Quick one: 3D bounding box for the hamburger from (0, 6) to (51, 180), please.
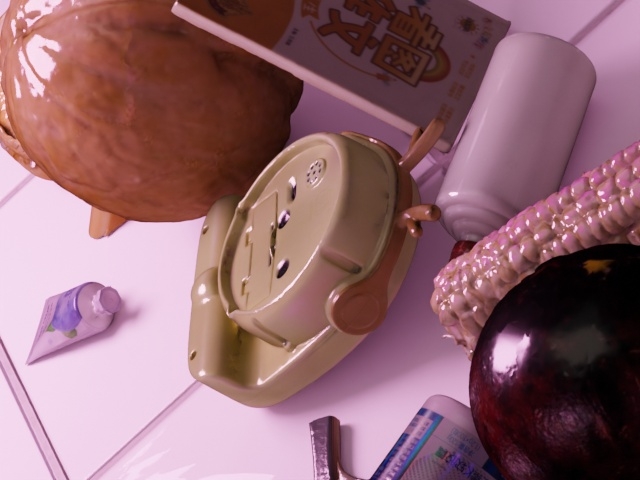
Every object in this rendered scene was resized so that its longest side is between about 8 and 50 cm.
[{"bbox_3d":[-0.285,-0.185,2.289,0.286,0.146,0.243,-8,57,29],"label":"hamburger"}]

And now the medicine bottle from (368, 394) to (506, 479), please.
[{"bbox_3d":[0.081,0.230,1.625,0.107,0.107,0.191,24,74,49],"label":"medicine bottle"}]

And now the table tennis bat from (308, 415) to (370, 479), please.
[{"bbox_3d":[0.011,0.246,1.744,0.130,0.019,0.220,-25,44,22],"label":"table tennis bat"}]

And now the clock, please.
[{"bbox_3d":[0.000,0.000,1.852,0.308,0.096,0.235,-37,35,36],"label":"clock"}]

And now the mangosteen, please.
[{"bbox_3d":[0.235,0.132,1.507,0.228,0.228,0.265,-33,70,16],"label":"mangosteen"}]

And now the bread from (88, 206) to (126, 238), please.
[{"bbox_3d":[-0.222,-0.049,2.193,0.062,0.103,0.049,-8,47,-23],"label":"bread"}]

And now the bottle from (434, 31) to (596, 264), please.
[{"bbox_3d":[0.170,-0.067,1.808,0.104,0.104,0.245,-2,56,41],"label":"bottle"}]

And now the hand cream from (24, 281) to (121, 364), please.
[{"bbox_3d":[-0.266,0.080,2.117,0.142,0.053,0.084,-20,45,43],"label":"hand cream"}]

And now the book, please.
[{"bbox_3d":[0.026,-0.217,1.929,0.208,0.295,0.020,-63,0,-44],"label":"book"}]

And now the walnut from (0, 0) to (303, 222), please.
[{"bbox_3d":[-0.168,-0.169,2.031,0.333,0.333,0.333,-24,44,25],"label":"walnut"}]

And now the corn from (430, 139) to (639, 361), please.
[{"bbox_3d":[0.233,-0.004,1.638,0.335,0.126,0.126,-27,42,29],"label":"corn"}]
